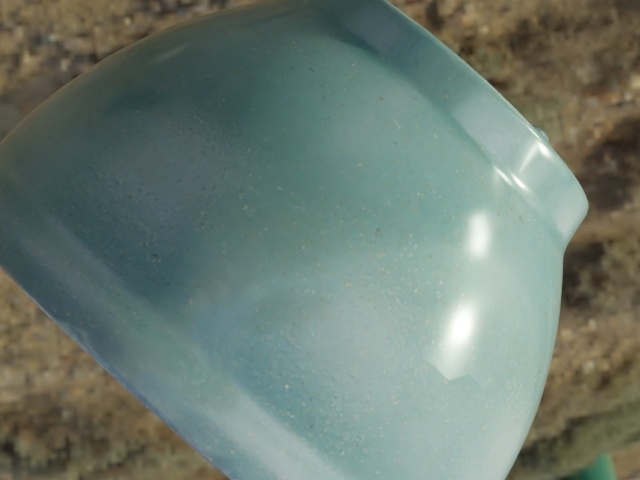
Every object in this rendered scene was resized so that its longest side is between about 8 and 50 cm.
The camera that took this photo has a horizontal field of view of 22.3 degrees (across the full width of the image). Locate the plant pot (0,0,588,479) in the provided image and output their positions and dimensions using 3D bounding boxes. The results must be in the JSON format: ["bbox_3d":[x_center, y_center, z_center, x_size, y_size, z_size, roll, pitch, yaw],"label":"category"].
[{"bbox_3d":[0.000,0.000,0.764,0.196,0.293,0.293,-48,155,-1],"label":"plant pot"}]
